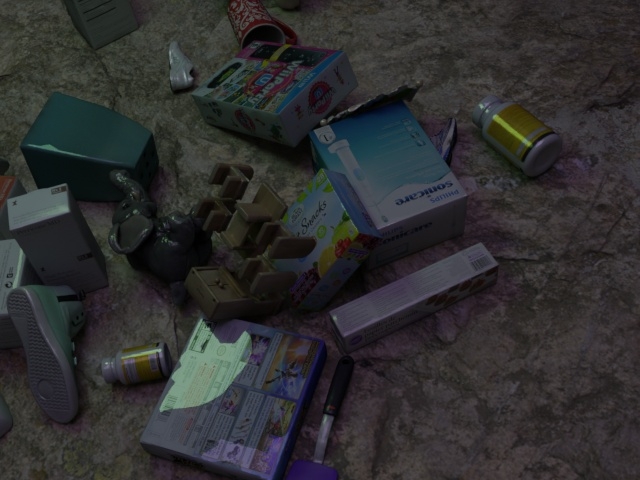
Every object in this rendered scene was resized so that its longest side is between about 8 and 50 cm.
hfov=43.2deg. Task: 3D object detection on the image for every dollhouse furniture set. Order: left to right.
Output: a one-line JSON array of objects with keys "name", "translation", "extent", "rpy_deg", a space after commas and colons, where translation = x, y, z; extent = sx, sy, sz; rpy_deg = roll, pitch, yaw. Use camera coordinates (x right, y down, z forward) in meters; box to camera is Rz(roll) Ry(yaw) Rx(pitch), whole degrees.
[{"name": "dollhouse furniture set", "translation": [-0.115, 0.016, 1.455], "extent": [0.161, 0.242, 0.212], "rpy_deg": [-1, 40, -46]}]

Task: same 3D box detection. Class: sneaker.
[{"name": "sneaker", "translation": [-0.466, 0.197, 1.486], "extent": [0.094, 0.151, 0.256], "rpy_deg": [-21, 85, 24]}, {"name": "sneaker", "translation": [-0.338, -0.423, 1.963], "extent": [0.061, 0.054, 0.152], "rpy_deg": [-6, 58, -8]}, {"name": "sneaker", "translation": [0.257, -0.213, 1.724], "extent": [0.058, 0.052, 0.135], "rpy_deg": [8, 54, 19]}]

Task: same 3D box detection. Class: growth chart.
[{"name": "growth chart", "translation": [0.102, -0.280, 1.707], "extent": [0.237, 0.172, 0.021], "rpy_deg": [-21, 89, 5]}]

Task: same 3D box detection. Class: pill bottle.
[{"name": "pill bottle", "translation": [-0.333, 0.225, 1.465], "extent": [0.116, 0.065, 0.065], "rpy_deg": [-10, 53, -1]}, {"name": "pill bottle", "translation": [0.402, -0.222, 1.677], "extent": [0.103, 0.103, 0.184], "rpy_deg": [-32, 56, -16]}]

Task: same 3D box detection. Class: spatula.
[{"name": "spatula", "translation": [0.010, 0.320, 1.370], "extent": [0.084, 0.030, 0.296], "rpy_deg": [11, 55, 14]}]

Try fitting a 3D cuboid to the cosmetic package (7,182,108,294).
[{"name": "cosmetic package", "translation": [-0.497, 0.007, 1.545], "extent": [0.117, 0.231, 0.085], "rpy_deg": [-17, 53, -5]}]

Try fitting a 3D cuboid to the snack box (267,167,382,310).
[{"name": "snack box", "translation": [0.000, 0.000, 1.511], "extent": [0.070, 0.207, 0.174], "rpy_deg": [12, 39, -42]}]

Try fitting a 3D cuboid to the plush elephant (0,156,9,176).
[{"name": "plush elephant", "translation": [-0.827, -0.251, 1.771], "extent": [0.255, 0.272, 0.330], "rpy_deg": [9, 83, 30]}]

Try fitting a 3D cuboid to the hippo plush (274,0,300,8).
[{"name": "hippo plush", "translation": [-0.175, -0.733, 2.053], "extent": [0.236, 0.234, 0.294], "rpy_deg": [-2, 54, 5]}]

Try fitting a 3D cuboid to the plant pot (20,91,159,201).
[{"name": "plant pot", "translation": [-0.479, -0.187, 1.735], "extent": [0.234, 0.166, 0.165], "rpy_deg": [12, 56, 8]}]

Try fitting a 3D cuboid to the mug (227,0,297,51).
[{"name": "mug", "translation": [-0.152, -0.515, 1.987], "extent": [0.113, 0.150, 0.169], "rpy_deg": [-44, 47, 20]}]

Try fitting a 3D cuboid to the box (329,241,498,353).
[{"name": "box", "translation": [0.174, 0.104, 1.489], "extent": [0.324, 0.063, 0.067], "rpy_deg": [-25, 53, -11]}]

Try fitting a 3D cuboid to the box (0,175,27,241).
[{"name": "box", "translation": [-0.725, -0.064, 1.717], "extent": [0.170, 0.091, 0.130], "rpy_deg": [3, 54, 10]}]

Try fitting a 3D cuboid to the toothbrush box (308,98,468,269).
[{"name": "toothbrush box", "translation": [0.131, -0.117, 1.620], "extent": [0.216, 0.126, 0.295], "rpy_deg": [-21, 53, -10]}]

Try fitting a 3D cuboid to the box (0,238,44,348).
[{"name": "box", "translation": [-0.639, 0.107, 1.560], "extent": [0.181, 0.119, 0.181], "rpy_deg": [-6, 53, 2]}]

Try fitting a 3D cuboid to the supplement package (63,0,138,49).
[{"name": "supplement package", "translation": [-0.574, -0.631, 2.023], "extent": [0.134, 0.244, 0.139], "rpy_deg": [-32, 56, -16]}]

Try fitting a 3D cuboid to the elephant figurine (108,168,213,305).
[{"name": "elephant figurine", "translation": [-0.343, -0.014, 1.595], "extent": [0.239, 0.169, 0.186], "rpy_deg": [13, 35, 14]}]

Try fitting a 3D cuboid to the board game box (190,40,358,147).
[{"name": "board game box", "translation": [-0.103, -0.332, 1.779], "extent": [0.303, 0.097, 0.224], "rpy_deg": [20, 58, 41]}]

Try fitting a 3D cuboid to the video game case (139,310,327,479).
[{"name": "video game case", "translation": [-0.144, 0.272, 1.407], "extent": [0.244, 0.061, 0.270], "rpy_deg": [11, 56, 17]}]

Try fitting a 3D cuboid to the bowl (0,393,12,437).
[{"name": "bowl", "translation": [-0.641, 0.315, 1.448], "extent": [0.142, 0.053, 0.142], "rpy_deg": [-34, 58, -16]}]
